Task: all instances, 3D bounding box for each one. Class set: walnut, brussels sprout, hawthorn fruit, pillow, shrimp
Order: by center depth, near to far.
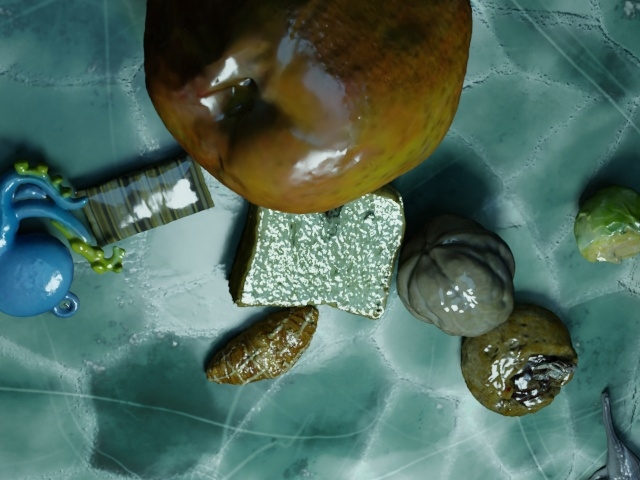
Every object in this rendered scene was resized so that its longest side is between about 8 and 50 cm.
[{"bbox_3d":[-0.023,-0.263,1.420,0.471,0.472,0.472,-6,116,-13],"label":"hawthorn fruit"},{"bbox_3d":[-0.282,-0.067,1.688,0.203,0.038,0.113,-19,121,-5],"label":"pillow"},{"bbox_3d":[0.236,0.064,1.795,0.224,0.224,0.224,-6,116,-13],"label":"walnut"},{"bbox_3d":[0.528,-0.035,1.886,0.149,0.122,0.151,-2,150,-7],"label":"brussels sprout"},{"bbox_3d":[0.422,0.238,1.902,0.092,0.029,0.038,3,120,-14],"label":"shrimp"}]

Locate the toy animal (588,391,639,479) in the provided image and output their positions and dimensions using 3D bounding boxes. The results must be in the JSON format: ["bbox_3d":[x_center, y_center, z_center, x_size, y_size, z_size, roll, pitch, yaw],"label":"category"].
[{"bbox_3d":[0.617,0.491,2.181,0.206,0.081,0.367,-40,111,10],"label":"toy animal"}]

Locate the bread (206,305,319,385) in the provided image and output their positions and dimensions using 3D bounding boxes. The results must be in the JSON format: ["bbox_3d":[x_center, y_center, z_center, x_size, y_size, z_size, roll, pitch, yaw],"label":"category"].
[{"bbox_3d":[-0.096,0.198,1.845,0.233,0.076,0.105,-30,117,2],"label":"bread"}]

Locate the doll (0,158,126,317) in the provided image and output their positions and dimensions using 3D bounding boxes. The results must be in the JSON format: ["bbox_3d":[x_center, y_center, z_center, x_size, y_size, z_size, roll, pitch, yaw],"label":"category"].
[{"bbox_3d":[-0.522,0.018,1.642,0.346,0.099,0.341,-46,105,3],"label":"doll"}]

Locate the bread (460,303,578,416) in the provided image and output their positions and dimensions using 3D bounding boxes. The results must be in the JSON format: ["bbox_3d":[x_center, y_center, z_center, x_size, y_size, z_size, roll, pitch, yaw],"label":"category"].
[{"bbox_3d":[0.377,0.229,1.966,0.230,0.123,0.230,-6,113,-14],"label":"bread"}]

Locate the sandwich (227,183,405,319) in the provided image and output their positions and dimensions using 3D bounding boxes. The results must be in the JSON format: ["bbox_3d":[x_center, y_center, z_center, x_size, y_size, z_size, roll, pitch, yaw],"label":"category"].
[{"bbox_3d":[0.000,0.001,1.768,0.273,0.095,0.249,7,109,-17],"label":"sandwich"}]
